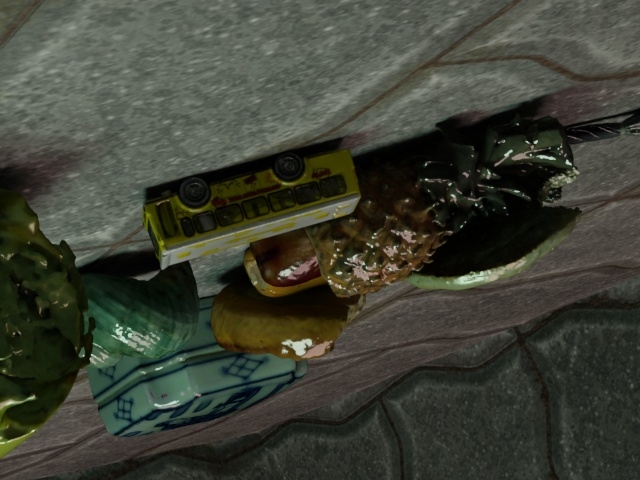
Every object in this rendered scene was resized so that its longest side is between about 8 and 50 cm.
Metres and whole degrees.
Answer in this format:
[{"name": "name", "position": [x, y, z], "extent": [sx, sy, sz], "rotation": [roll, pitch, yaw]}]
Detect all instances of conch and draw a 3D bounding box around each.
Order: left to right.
[{"name": "conch", "position": [-0.232, 0.087, 2.003], "extent": [0.188, 0.121, 0.176], "rotation": [-9, -169, -19]}]

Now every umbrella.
[{"name": "umbrella", "position": [0.355, -0.133, 2.016], "extent": [0.269, 0.044, 0.044], "rotation": [-14, 138, -20]}]

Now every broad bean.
[{"name": "broad bean", "position": [0.000, 0.000, 2.029], "extent": [0.165, 0.084, 0.114], "rotation": [-20, -173, -21]}]

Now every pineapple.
[{"name": "pineapple", "position": [0.131, -0.054, 1.848], "extent": [0.310, 0.141, 0.170], "rotation": [-25, 144, 4]}]

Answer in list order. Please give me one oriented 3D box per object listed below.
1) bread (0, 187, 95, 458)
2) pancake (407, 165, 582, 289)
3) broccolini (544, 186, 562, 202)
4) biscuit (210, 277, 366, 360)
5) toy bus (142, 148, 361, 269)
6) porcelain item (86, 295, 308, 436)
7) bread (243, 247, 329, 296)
[{"name": "bread", "position": [-0.368, 0.102, 1.571], "extent": [0.208, 0.251, 0.376], "rotation": [-30, 176, -37]}, {"name": "pancake", "position": [0.192, -0.022, 1.937], "extent": [0.254, 0.037, 0.253], "rotation": [-24, -151, 14]}, {"name": "broccolini", "position": [0.218, -0.076, 2.107], "extent": [0.203, 0.068, 0.091], "rotation": [-6, 165, 37]}, {"name": "biscuit", "position": [-0.044, 0.094, 2.259], "extent": [0.213, 0.091, 0.274], "rotation": [0, -168, 3]}, {"name": "toy bus", "position": [-0.073, -0.038, 1.737], "extent": [0.226, 0.074, 0.081], "rotation": [-16, 169, -12]}, {"name": "porcelain item", "position": [-0.185, 0.189, 2.484], "extent": [0.286, 0.157, 0.281], "rotation": [-10, 166, -34]}, {"name": "bread", "position": [0.015, 0.024, 2.184], "extent": [0.239, 0.074, 0.092], "rotation": [-11, 172, -27]}]
